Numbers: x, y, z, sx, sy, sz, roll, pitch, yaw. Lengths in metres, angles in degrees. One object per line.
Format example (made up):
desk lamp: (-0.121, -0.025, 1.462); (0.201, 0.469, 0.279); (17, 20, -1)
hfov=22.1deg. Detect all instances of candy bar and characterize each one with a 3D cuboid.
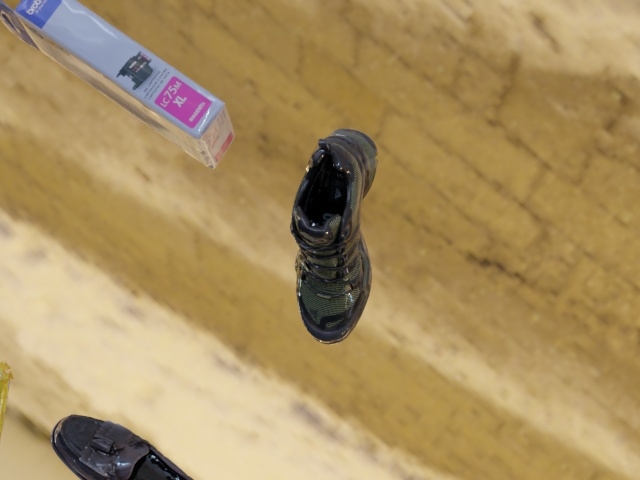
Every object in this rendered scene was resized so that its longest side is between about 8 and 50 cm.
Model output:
candy bar: (-0.354, 0.207, 1.776); (0.018, 0.161, 0.040); (4, -159, -23)

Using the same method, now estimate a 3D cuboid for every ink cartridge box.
ink cartridge box: (-0.244, -0.206, 1.916); (0.311, 0.065, 0.186); (33, 174, 5)

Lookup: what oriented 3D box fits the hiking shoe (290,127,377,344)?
hiking shoe: (0.000, 0.000, 1.679); (0.086, 0.226, 0.114); (7, -170, 23)

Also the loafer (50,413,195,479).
loafer: (-0.265, 0.350, 2.480); (0.302, 0.109, 0.095); (35, 147, -5)
